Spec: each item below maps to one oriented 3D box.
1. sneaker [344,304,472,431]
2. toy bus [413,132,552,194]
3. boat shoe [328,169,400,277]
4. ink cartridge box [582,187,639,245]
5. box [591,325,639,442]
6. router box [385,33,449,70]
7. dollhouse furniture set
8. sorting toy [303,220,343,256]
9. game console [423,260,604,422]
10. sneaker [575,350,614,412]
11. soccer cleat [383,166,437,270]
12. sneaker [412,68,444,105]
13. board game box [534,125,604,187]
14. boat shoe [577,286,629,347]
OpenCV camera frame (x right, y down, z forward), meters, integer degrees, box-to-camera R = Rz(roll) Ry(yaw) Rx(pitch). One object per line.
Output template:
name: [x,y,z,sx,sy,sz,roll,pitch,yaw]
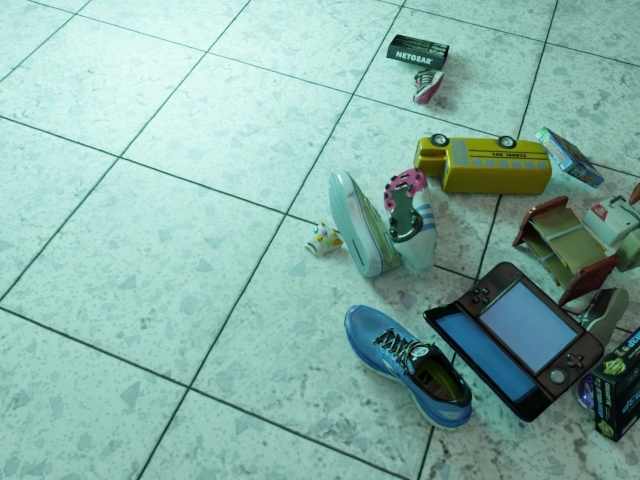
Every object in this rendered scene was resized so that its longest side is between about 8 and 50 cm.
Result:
sneaker: [0.186,0.236,1.179,0.330,0.147,0.130,38,63,23]
toy bus: [0.421,-0.197,1.510,0.333,0.108,0.130,1,57,-1]
boat shoe: [0.103,-0.045,1.412,0.094,0.109,0.302,-7,64,-25]
ink cartridge box: [0.760,-0.061,1.456,0.135,0.056,0.099,-26,59,-18]
box: [0.636,0.273,1.150,0.220,0.175,0.051,-32,33,-22]
router box: [0.307,-0.594,1.795,0.179,0.046,0.133,16,38,10]
dollhouse furniture set: [0.682,-0.020,1.347,0.374,0.152,0.201,-21,58,-9]
sorting toy: [0.000,0.000,1.408,0.075,0.045,0.083,-45,66,-6]
game console: [0.405,0.193,1.189,0.250,0.173,0.293,-41,65,-3]
sneaker: [0.599,0.286,1.202,0.068,0.071,0.170,36,62,21]
soccer cleat: [0.227,-0.054,1.418,0.116,0.143,0.331,-22,30,23]
sneaker: [0.308,-0.467,1.722,0.075,0.063,0.170,27,54,16]
board game box: [0.658,-0.217,1.504,0.201,0.035,0.136,12,43,-42]
boat shoe: [0.621,0.185,1.293,0.206,0.075,0.065,-45,24,-21]
